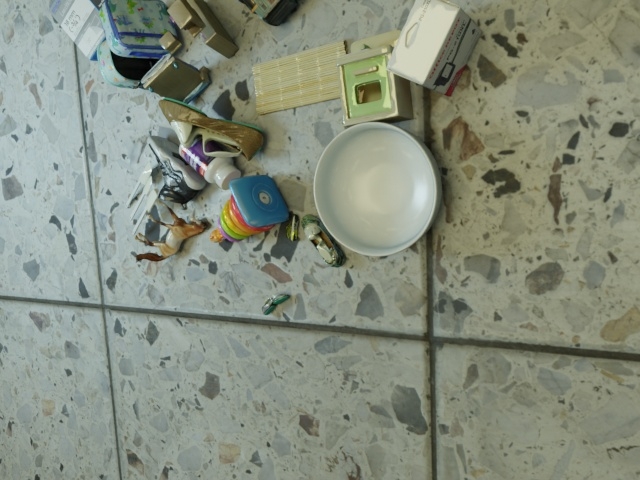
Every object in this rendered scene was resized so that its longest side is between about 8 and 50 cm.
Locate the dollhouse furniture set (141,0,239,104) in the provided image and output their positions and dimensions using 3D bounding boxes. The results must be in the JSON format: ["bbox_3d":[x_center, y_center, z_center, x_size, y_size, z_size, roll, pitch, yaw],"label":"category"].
[{"bbox_3d":[-0.454,-0.574,1.533,0.303,0.286,0.198,-38,79,16],"label":"dollhouse furniture set"}]

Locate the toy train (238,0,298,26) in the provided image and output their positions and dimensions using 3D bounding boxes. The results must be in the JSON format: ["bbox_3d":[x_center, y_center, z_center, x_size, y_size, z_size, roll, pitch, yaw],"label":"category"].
[{"bbox_3d":[-0.097,-0.753,1.406,0.334,0.142,0.190,-40,90,25],"label":"toy train"}]

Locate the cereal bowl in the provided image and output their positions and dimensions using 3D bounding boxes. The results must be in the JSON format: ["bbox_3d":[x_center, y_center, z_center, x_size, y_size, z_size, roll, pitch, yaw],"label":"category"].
[{"bbox_3d":[0.159,-0.133,1.349,0.339,0.141,0.338,4,99,28],"label":"cereal bowl"}]

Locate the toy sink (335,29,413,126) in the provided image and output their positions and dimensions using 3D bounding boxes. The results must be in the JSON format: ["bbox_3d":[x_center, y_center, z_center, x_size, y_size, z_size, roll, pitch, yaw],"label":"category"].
[{"bbox_3d":[0.135,-0.418,1.324,0.153,0.131,0.234,-4,95,28],"label":"toy sink"}]

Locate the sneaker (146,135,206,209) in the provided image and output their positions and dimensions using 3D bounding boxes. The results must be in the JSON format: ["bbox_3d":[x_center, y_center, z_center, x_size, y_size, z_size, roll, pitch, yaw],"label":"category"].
[{"bbox_3d":[-0.507,-0.221,1.720,0.268,0.101,0.153,45,116,16],"label":"sneaker"}]

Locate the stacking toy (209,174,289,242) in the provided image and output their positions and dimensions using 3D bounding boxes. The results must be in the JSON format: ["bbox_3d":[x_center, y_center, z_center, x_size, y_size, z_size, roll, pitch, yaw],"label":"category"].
[{"bbox_3d":[-0.256,-0.061,1.596,0.302,0.175,0.165,-33,78,40],"label":"stacking toy"}]

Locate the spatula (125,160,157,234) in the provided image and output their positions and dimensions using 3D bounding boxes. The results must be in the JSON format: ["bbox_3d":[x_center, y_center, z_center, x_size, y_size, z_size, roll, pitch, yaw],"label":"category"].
[{"bbox_3d":[-0.627,-0.143,1.809,0.242,0.019,0.168,-47,57,38],"label":"spatula"}]

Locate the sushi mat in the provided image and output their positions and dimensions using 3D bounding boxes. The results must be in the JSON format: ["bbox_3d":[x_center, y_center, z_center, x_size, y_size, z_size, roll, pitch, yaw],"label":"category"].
[{"bbox_3d":[-0.059,-0.463,1.488,0.317,0.019,0.151,-4,95,29],"label":"sushi mat"}]

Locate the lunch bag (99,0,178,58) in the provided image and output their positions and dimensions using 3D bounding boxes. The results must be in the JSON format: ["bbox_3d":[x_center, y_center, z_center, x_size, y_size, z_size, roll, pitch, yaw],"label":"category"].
[{"bbox_3d":[-0.559,-0.659,1.615,0.090,0.219,0.176,-19,86,48],"label":"lunch bag"}]

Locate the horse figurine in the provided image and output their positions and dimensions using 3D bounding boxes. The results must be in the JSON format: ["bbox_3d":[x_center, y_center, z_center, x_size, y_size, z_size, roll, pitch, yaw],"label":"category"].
[{"bbox_3d":[-0.522,-0.014,1.758,0.174,0.066,0.263,32,113,-20],"label":"horse figurine"}]

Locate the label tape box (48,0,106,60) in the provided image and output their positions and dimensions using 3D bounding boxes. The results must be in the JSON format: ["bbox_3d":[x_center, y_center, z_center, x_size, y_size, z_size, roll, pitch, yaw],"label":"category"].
[{"bbox_3d":[-0.796,-0.818,1.752,0.241,0.106,0.333,-40,90,27],"label":"label tape box"}]

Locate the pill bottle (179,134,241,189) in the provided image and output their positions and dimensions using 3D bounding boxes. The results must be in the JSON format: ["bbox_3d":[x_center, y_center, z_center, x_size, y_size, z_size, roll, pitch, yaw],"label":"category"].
[{"bbox_3d":[-0.343,-0.247,1.623,0.193,0.108,0.108,42,115,17],"label":"pill bottle"}]

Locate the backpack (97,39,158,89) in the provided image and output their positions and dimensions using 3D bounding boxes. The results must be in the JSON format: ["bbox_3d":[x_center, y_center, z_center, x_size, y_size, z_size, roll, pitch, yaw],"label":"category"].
[{"bbox_3d":[-0.630,-0.578,1.684,0.144,0.188,0.165,-6,96,29],"label":"backpack"}]

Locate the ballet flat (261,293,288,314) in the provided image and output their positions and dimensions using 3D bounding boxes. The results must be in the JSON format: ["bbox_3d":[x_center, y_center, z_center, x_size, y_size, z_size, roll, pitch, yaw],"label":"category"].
[{"bbox_3d":[-0.147,0.190,1.624,0.114,0.041,0.041,-41,78,26],"label":"ballet flat"}]

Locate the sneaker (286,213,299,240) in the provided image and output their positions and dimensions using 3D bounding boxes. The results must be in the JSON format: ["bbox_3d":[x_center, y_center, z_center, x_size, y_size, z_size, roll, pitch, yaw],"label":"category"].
[{"bbox_3d":[-0.088,-0.040,1.559,0.035,0.031,0.083,14,104,27],"label":"sneaker"}]

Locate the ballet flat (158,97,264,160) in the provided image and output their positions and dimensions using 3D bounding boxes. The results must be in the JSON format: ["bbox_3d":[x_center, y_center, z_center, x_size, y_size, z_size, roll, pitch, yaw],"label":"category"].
[{"bbox_3d":[-0.342,-0.321,1.554,0.342,0.116,0.124,19,80,-1],"label":"ballet flat"}]

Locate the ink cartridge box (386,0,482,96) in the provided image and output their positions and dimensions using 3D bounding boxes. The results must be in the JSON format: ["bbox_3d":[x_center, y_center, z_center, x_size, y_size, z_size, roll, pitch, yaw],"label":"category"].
[{"bbox_3d":[0.266,-0.440,1.187,0.100,0.237,0.172,32,112,21],"label":"ink cartridge box"}]

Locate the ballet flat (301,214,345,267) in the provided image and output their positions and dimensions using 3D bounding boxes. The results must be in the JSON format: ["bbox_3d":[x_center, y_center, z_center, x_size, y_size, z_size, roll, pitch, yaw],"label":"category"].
[{"bbox_3d":[0.000,0.000,1.500,0.188,0.070,0.070,49,116,14],"label":"ballet flat"}]
